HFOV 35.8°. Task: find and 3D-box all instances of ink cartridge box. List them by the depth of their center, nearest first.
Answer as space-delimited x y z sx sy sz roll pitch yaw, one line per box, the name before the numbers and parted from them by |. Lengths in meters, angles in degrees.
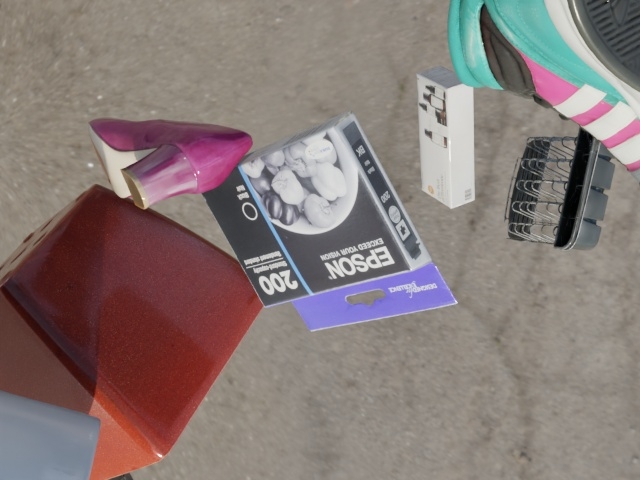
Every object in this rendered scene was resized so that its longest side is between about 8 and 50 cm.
ink cartridge box | 0.000 0.000 0.952 0.045 0.206 0.208 -43 108 -42

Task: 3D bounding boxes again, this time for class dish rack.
dish rack | 0.380 -0.087 1.646 0.074 0.271 0.208 14 89 -23

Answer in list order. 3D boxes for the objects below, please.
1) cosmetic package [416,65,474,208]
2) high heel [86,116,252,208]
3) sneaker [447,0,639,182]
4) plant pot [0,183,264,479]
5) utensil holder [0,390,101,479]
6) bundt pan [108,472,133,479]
cosmetic package | 0.227 -0.186 1.800 0.060 0.099 0.239 -20 123 -21
high heel | -0.157 -0.096 0.987 0.117 0.244 0.082 -26 110 -16
sneaker | 0.185 -0.110 0.655 0.124 0.178 0.295 -49 126 -3
plant pot | -0.263 0.099 1.138 0.236 0.267 0.267 46 47 -16
utensil holder | -0.410 0.248 0.827 0.385 0.327 0.328 15 90 -11
bundt pan | -0.248 0.480 1.327 0.124 0.331 0.331 -25 103 -18
